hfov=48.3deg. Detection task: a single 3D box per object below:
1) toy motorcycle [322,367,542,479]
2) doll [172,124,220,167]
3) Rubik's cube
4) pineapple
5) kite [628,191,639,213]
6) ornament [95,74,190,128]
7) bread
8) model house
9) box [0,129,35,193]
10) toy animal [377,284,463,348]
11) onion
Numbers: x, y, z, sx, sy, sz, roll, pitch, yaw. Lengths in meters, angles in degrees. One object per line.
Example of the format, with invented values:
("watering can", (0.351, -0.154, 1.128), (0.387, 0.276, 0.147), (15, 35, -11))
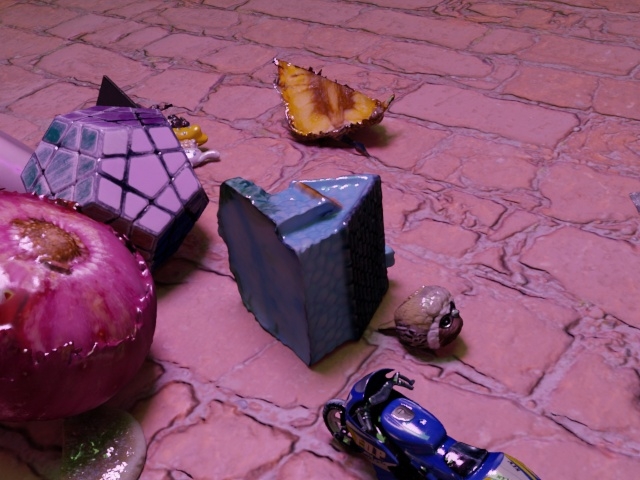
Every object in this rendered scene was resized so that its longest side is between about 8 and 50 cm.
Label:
("toy motorcycle", (0.119, 0.248, 0.839), (0.315, 0.169, 0.113), (24, 44, 35))
("doll", (-0.307, -0.198, 1.607), (0.135, 0.071, 0.113), (-29, 60, -19))
("Rubik's cube", (-0.353, -0.089, 1.256), (0.264, 0.319, 0.319), (34, 45, 3))
("pineapple", (0.032, -0.291, 1.647), (0.334, 0.158, 0.161), (21, 5, 26))
("kite", (0.711, -0.074, 1.332), (0.245, 0.015, 0.141), (-11, 39, -6))
("ornament", (-0.404, -0.279, 1.672), (0.153, 0.166, 0.196), (44, 36, 22))
("bread", (-0.291, 0.282, 0.960), (0.112, 0.036, 0.193), (-11, 37, -10))
("model house", (0.000, 0.000, 1.114), (0.241, 0.261, 0.226), (-26, 41, -25))
("box", (-0.653, -0.150, 1.370), (0.288, 0.349, 0.141), (33, 89, 40))
("toy animal", (0.154, 0.129, 1.087), (0.098, 0.137, 0.098), (28, 39, -25))
("onion", (-0.409, 0.103, 1.007), (0.358, 0.345, 0.358), (6, 45, -6))
